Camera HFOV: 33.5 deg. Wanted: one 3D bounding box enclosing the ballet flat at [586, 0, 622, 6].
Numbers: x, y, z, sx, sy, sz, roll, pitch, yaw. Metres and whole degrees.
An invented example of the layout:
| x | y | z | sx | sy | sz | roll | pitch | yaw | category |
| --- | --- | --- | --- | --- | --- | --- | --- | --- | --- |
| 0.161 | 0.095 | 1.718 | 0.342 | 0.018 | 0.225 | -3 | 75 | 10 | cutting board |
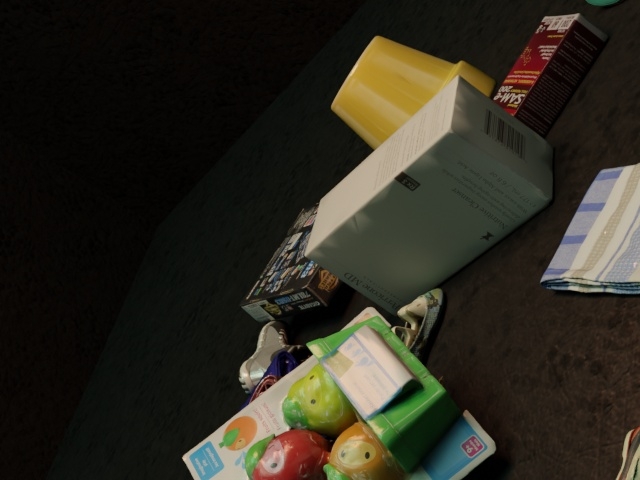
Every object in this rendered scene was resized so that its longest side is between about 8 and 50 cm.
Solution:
| x | y | z | sx | sy | sz | roll | pitch | yaw | category |
| --- | --- | --- | --- | --- | --- | --- | --- | --- | --- |
| 0.515 | -0.437 | 1.793 | 0.052 | 0.057 | 0.168 | -33 | 12 | -24 | ballet flat |

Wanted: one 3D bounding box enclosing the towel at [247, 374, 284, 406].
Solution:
| x | y | z | sx | sy | sz | roll | pitch | yaw | category |
| --- | --- | --- | --- | --- | --- | --- | --- | --- | --- |
| -0.081 | 0.327 | 1.706 | 0.329 | 0.037 | 0.237 | 32 | -100 | -76 | towel |

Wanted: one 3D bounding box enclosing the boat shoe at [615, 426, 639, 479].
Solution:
| x | y | z | sx | sy | sz | roll | pitch | yaw | category |
| --- | --- | --- | --- | --- | --- | --- | --- | --- | --- |
| 0.329 | 0.241 | 1.073 | 0.043 | 0.049 | 0.137 | -36 | 22 | 44 | boat shoe |

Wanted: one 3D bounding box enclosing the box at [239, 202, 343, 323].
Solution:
| x | y | z | sx | sy | sz | roll | pitch | yaw | category |
| --- | --- | --- | --- | --- | --- | --- | --- | --- | --- |
| -0.010 | 0.028 | 2.229 | 0.293 | 0.073 | 0.295 | -17 | 35 | 56 | box |

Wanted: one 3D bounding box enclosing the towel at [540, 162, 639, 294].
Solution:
| x | y | z | sx | sy | sz | roll | pitch | yaw | category |
| --- | --- | --- | --- | --- | --- | --- | --- | --- | --- |
| 0.404 | -0.023 | 1.362 | 0.209 | 0.034 | 0.285 | -60 | 17 | -13 | towel |

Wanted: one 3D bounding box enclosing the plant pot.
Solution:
| x | y | z | sx | sy | sz | roll | pitch | yaw | category |
| --- | --- | --- | --- | --- | --- | --- | --- | --- | --- |
| 0.162 | -0.251 | 1.975 | 0.254 | 0.239 | 0.254 | -57 | -1 | -1 | plant pot |

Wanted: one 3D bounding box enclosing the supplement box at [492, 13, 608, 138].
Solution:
| x | y | z | sx | sy | sz | roll | pitch | yaw | category |
| --- | --- | --- | --- | --- | --- | --- | --- | --- | --- |
| 0.372 | -0.266 | 1.816 | 0.239 | 0.073 | 0.130 | -58 | 17 | 0 | supplement box |

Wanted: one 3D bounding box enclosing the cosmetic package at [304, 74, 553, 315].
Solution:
| x | y | z | sx | sy | sz | roll | pitch | yaw | category |
| --- | --- | --- | --- | --- | --- | --- | --- | --- | --- |
| 0.174 | -0.063 | 1.756 | 0.385 | 0.217 | 0.156 | -44 | 21 | 39 | cosmetic package |

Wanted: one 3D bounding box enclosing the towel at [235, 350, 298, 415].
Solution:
| x | y | z | sx | sy | sz | roll | pitch | yaw | category |
| --- | --- | --- | --- | --- | --- | --- | --- | --- | --- |
| -0.132 | 0.378 | 1.986 | 0.308 | 0.076 | 0.227 | -57 | 7 | 30 | towel |

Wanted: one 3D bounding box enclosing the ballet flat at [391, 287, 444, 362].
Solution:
| x | y | z | sx | sy | sz | roll | pitch | yaw | category |
| --- | --- | --- | --- | --- | --- | --- | --- | --- | --- |
| 0.147 | 0.142 | 1.708 | 0.070 | 0.070 | 0.188 | -34 | 28 | 51 | ballet flat |

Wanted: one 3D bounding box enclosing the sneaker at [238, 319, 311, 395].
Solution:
| x | y | z | sx | sy | sz | roll | pitch | yaw | category |
| --- | --- | --- | --- | --- | --- | --- | --- | --- | --- |
| -0.067 | 0.227 | 2.147 | 0.132 | 0.086 | 0.228 | -18 | 22 | 26 | sneaker |

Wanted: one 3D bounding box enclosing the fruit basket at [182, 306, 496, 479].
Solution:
| x | y | z | sx | sy | sz | roll | pitch | yaw | category |
| --- | --- | --- | --- | --- | --- | --- | --- | --- | --- |
| 0.006 | 0.274 | 1.416 | 0.353 | 0.165 | 0.327 | -33 | 41 | -7 | fruit basket |

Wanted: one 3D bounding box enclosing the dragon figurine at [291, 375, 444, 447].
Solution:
| x | y | z | sx | sy | sz | roll | pitch | yaw | category |
| --- | --- | --- | --- | --- | --- | --- | --- | --- | --- |
| 0.051 | 0.275 | 1.596 | 0.289 | 0.144 | 0.085 | -42 | 23 | 40 | dragon figurine |
